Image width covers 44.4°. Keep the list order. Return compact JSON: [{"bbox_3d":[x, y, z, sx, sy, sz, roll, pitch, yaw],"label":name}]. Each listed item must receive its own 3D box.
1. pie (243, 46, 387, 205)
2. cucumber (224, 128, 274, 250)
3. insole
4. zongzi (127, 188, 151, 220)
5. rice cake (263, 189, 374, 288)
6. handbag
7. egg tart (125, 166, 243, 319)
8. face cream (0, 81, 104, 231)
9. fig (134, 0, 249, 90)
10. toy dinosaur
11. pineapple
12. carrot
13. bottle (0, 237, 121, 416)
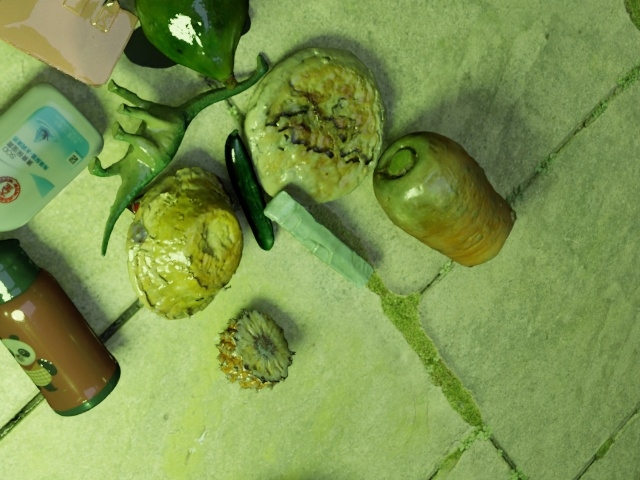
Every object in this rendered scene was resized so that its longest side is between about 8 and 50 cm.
[{"bbox_3d":[-0.004,-0.229,1.590,0.339,0.077,0.339,-10,111,-27],"label":"pie"},{"bbox_3d":[-0.142,-0.093,1.555,0.056,0.056,0.284,-30,128,-19],"label":"cucumber"},{"bbox_3d":[-0.238,-0.372,1.427,0.253,0.005,0.086,-25,95,-23],"label":"insole"},{"bbox_3d":[-0.338,-0.061,1.465,0.073,0.067,0.083,-3,126,11],"label":"zongzi"},{"bbox_3d":[0.000,0.000,1.655,0.336,0.063,0.066,39,85,-42],"label":"rice cake"},{"bbox_3d":[-0.427,-0.366,1.300,0.212,0.059,0.157,26,93,-36],"label":"handbag"},{"bbox_3d":[-0.231,0.009,1.463,0.294,0.116,0.295,-12,106,-51],"label":"egg tart"},{"bbox_3d":[-0.529,-0.103,1.312,0.337,0.080,0.163,-46,127,-11],"label":"face cream"},{"bbox_3d":[-0.202,-0.374,1.329,0.195,0.195,0.245,-24,81,-22],"label":"fig"},{"bbox_3d":[-0.255,-0.170,1.419,0.300,0.087,0.448,17,85,-46],"label":"toy dinosaur"},{"bbox_3d":[-0.160,0.245,1.642,0.176,0.136,0.162,38,42,-29],"label":"pineapple"},{"bbox_3d":[0.270,-0.088,1.717,0.340,0.224,0.224,37,86,-38],"label":"carrot"},{"bbox_3d":[-0.497,0.148,1.387,0.144,0.144,0.336,-35,118,-17],"label":"bottle"}]
